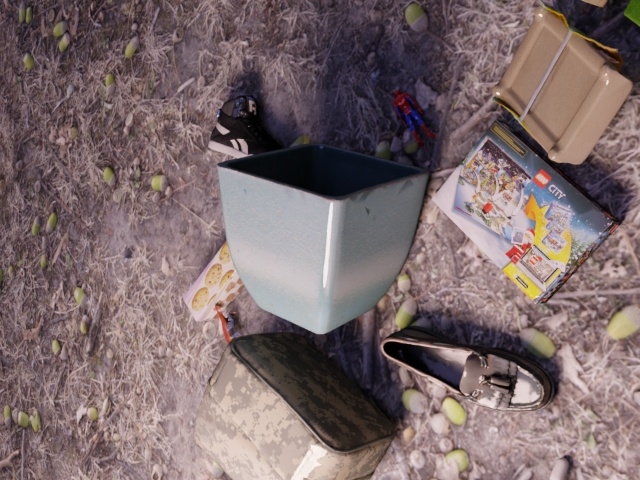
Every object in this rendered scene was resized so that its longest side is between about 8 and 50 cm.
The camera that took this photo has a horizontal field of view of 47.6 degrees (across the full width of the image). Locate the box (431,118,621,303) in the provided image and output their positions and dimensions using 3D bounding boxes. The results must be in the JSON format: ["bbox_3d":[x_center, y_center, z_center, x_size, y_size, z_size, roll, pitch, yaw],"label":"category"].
[{"bbox_3d":[0.295,-0.044,1.069,0.233,0.044,0.159,50,116,28],"label":"box"}]

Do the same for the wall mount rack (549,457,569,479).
[{"bbox_3d":[0.361,0.482,0.951,0.350,0.130,0.304,17,102,36],"label":"wall mount rack"}]

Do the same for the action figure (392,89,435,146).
[{"bbox_3d":[0.149,-0.206,1.198,0.038,0.030,0.115,-38,61,23],"label":"action figure"}]

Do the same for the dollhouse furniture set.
[{"bbox_3d":[0.400,-0.264,0.990,0.302,0.151,0.198,-66,33,35],"label":"dollhouse furniture set"}]

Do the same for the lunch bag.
[{"bbox_3d":[-0.065,0.333,1.218,0.305,0.212,0.256,39,110,32],"label":"lunch bag"}]

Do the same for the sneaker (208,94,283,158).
[{"bbox_3d":[-0.128,-0.211,1.374,0.217,0.079,0.121,21,102,37],"label":"sneaker"}]

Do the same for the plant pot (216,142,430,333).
[{"bbox_3d":[0.000,0.000,1.180,0.247,0.247,0.252,20,117,36],"label":"plant pot"}]

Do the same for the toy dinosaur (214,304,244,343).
[{"bbox_3d":[-0.182,0.182,1.408,0.047,0.090,0.082,-39,33,46],"label":"toy dinosaur"}]

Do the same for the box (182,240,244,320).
[{"bbox_3d":[-0.149,0.027,1.389,0.324,0.063,0.067,-49,63,25],"label":"box"}]

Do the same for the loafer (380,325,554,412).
[{"bbox_3d":[0.211,0.198,1.095,0.267,0.084,0.096,14,96,37],"label":"loafer"}]
